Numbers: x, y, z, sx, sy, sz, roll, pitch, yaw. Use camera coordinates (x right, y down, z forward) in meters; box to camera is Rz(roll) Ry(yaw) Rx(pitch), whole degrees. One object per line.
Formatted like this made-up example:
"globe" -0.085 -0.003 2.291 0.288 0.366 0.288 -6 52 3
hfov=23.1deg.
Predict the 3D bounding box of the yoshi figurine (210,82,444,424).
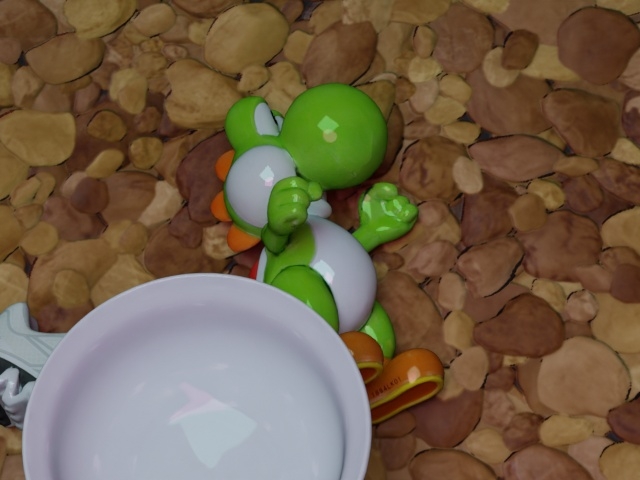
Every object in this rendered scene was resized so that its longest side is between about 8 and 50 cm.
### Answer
"yoshi figurine" 0.016 -0.016 1.533 0.203 0.203 0.362 -12 59 -16

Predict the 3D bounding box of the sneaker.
"sneaker" -0.227 0.154 1.523 0.292 0.110 0.118 27 61 19

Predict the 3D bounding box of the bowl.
"bowl" -0.101 0.188 1.363 0.298 0.134 0.297 -1 61 2
